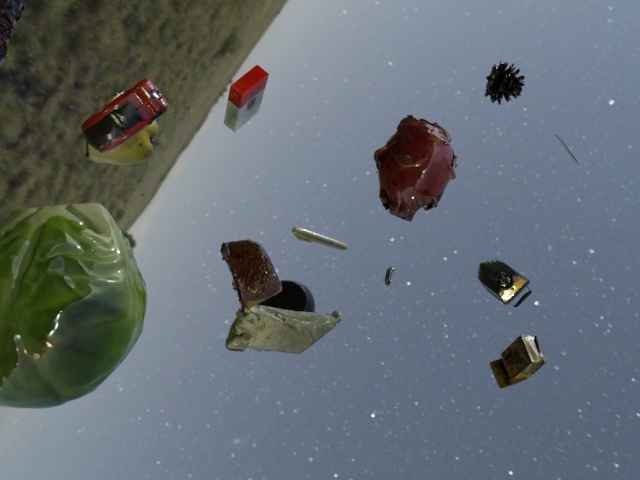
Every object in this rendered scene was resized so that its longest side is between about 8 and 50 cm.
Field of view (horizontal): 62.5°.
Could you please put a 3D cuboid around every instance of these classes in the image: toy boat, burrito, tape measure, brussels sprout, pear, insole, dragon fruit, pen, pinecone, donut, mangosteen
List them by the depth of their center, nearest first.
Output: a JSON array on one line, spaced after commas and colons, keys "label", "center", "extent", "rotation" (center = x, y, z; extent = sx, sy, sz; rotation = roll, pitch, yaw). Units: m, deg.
[{"label": "brussels sprout", "center": [-0.448, 0.099, 0.898], "extent": [0.281, 0.290, 0.354], "rotation": [135, -45, -74]}, {"label": "donut", "center": [-0.180, 0.081, 1.354], "extent": [0.126, 0.144, 0.187], "rotation": [-18, -159, -16]}, {"label": "toy boat", "center": [0.499, 0.108, 1.469], "extent": [0.093, 0.103, 0.246], "rotation": [-47, -169, 7]}, {"label": "tape measure", "center": [-0.566, -0.360, 1.538], "extent": [0.260, 0.114, 0.253], "rotation": [-42, -157, -12]}, {"label": "insole", "center": [0.742, -0.272, 1.584], "extent": [0.004, 0.188, 0.064], "rotation": [-41, -126, 21]}, {"label": "dragon fruit", "center": [0.280, -0.223, 1.586], "extent": [0.315, 0.250, 0.250], "rotation": [-49, -162, -3]}, {"label": "burrito", "center": [-0.121, 0.284, 1.668], "extent": [0.107, 0.348, 0.175], "rotation": [-109, -150, -49]}, {"label": "pen", "center": [0.000, 0.000, 1.681], "extent": [0.040, 0.234, 0.032], "rotation": [-57, -139, 15]}, {"label": "pinecone", "center": [0.594, -0.505, 1.703], "extent": [0.140, 0.121, 0.140], "rotation": [12, 90, -77]}, {"label": "pear", "center": [-0.633, -0.339, 1.745], "extent": [0.266, 0.178, 0.267], "rotation": [-56, 176, -6]}, {"label": "mangosteen", "center": [-0.131, 0.300, 2.122], "extent": [0.233, 0.288, 0.287], "rotation": [117, -4, -54]}]

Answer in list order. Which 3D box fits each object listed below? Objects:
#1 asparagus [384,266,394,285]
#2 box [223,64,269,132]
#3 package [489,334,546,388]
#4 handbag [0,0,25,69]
[{"label": "asparagus", "center": [0.238, 0.122, 1.822], "extent": [0.025, 0.021, 0.108], "rotation": [-41, -168, 31]}, {"label": "box", "center": [-0.185, -0.349, 1.305], "extent": [0.100, 0.048, 0.152], "rotation": [-51, 180, -28]}, {"label": "package", "center": [0.444, 0.274, 1.186], "extent": [0.131, 0.047, 0.071], "rotation": [115, -29, -42]}, {"label": "handbag", "center": [-0.755, -0.462, 1.134], "extent": [0.155, 0.170, 0.215], "rotation": [-142, -107, -74]}]
